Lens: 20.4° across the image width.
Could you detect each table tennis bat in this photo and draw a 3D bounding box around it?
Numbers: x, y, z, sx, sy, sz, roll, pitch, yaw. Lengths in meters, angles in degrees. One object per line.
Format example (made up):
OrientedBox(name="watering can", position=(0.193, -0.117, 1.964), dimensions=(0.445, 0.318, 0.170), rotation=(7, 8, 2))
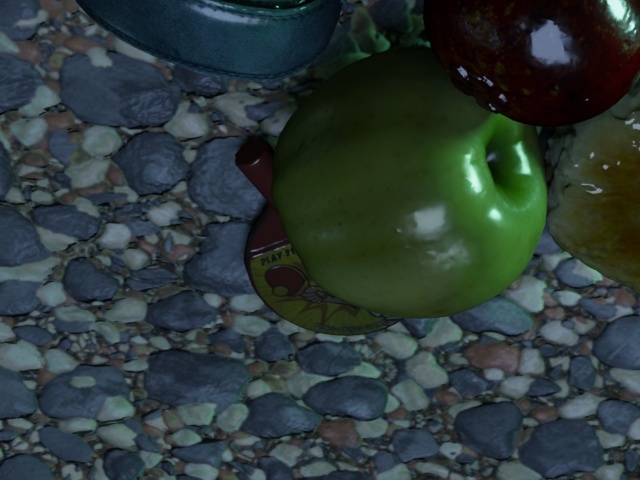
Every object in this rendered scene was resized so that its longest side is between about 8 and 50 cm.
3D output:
OrientedBox(name="table tennis bat", position=(0.000, 0.000, 1.953), dimensions=(0.200, 0.038, 0.310), rotation=(-22, 133, 19))

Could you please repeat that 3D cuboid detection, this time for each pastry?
OrientedBox(name="pastry", position=(0.373, -0.079, 1.800), dimensions=(0.329, 0.136, 0.330), rotation=(1, 135, 1))

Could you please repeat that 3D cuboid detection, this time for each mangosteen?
OrientedBox(name="mangosteen", position=(0.214, -0.229, 1.605), dimensions=(0.257, 0.215, 0.215), rotation=(-51, 126, -13))

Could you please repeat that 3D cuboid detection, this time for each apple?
OrientedBox(name="apple", position=(0.090, -0.051, 1.754), dimensions=(0.279, 0.279, 0.279), rotation=(0, 133, 0))

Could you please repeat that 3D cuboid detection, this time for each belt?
OrientedBox(name="belt", position=(-0.106, -0.243, 1.605), dimensions=(0.267, 0.206, 0.116), rotation=(17, 132, -2))
